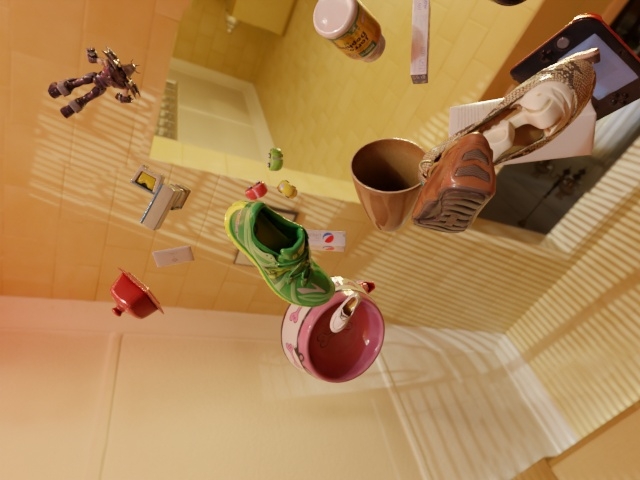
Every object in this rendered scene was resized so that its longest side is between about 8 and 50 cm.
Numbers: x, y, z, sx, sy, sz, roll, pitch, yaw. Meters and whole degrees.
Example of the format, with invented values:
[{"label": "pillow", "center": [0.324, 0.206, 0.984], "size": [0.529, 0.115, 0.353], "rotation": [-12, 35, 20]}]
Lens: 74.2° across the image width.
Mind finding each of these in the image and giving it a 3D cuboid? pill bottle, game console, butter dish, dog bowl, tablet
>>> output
[{"label": "pill bottle", "center": [0.083, -0.533, 1.074], "size": [0.117, 0.117, 0.208], "rotation": [45, -159, 25]}, {"label": "game console", "center": [0.964, -0.606, 1.574], "size": [0.387, 0.342, 0.060], "rotation": [37, -122, -11]}, {"label": "butter dish", "center": [-0.592, 0.188, 1.318], "size": [0.160, 0.159, 0.118], "rotation": [33, -118, 23]}, {"label": "dog bowl", "center": [0.065, 0.349, 1.599], "size": [0.408, 0.407, 0.150], "rotation": [8, -173, -28]}, {"label": "tablet", "center": [-0.335, 0.037, 0.968], "size": [0.084, 0.054, 0.006], "rotation": [-11, -131, -12]}]

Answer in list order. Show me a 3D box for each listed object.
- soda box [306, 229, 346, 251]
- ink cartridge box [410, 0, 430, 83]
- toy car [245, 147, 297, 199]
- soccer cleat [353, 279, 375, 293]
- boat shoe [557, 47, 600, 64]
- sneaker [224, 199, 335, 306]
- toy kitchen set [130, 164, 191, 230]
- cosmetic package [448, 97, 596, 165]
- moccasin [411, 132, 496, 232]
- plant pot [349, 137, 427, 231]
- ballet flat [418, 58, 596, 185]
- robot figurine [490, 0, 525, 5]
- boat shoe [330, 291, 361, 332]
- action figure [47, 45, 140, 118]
[{"label": "soda box", "center": [0.000, 0.000, 1.802], "size": [0.216, 0.074, 0.069], "rotation": [3, -112, 2]}, {"label": "ink cartridge box", "center": [0.275, -0.547, 1.161], "size": [0.046, 0.206, 0.097], "rotation": [3, -174, 16]}, {"label": "toy car", "center": [-0.194, -0.276, 1.792], "size": [0.239, 0.224, 0.053], "rotation": [-4, -158, -26]}, {"label": "soccer cleat", "center": [0.157, 0.230, 1.969], "size": [0.318, 0.117, 0.108], "rotation": [3, -111, -66]}, {"label": "boat shoe", "center": [0.760, -0.530, 1.251], "size": [0.040, 0.049, 0.142], "rotation": [61, 176, -16]}, {"label": "sneaker", "center": [-0.067, 0.037, 0.847], "size": [0.295, 0.124, 0.109], "rotation": [46, -119, -26]}, {"label": "toy kitchen set", "center": [-0.480, -0.127, 1.184], "size": [0.166, 0.122, 0.207], "rotation": [29, -176, -7]}, {"label": "cosmetic package", "center": [0.707, -0.403, 1.532], "size": [0.454, 0.161, 0.230], "rotation": [-4, -139, 23]}, {"label": "moccasin", "center": [0.274, -0.110, 0.910], "size": [0.139, 0.146, 0.380], "rotation": [10, 168, 11]}, {"label": "plant pot", "center": [0.219, -0.152, 1.346], "size": [0.238, 0.254, 0.237], "rotation": [-4, -127, 5]}, {"label": "ballet flat", "center": [0.462, -0.262, 1.044], "size": [0.164, 0.483, 0.182], "rotation": [55, -160, -8]}, {"label": "robot figurine", "center": [0.382, -0.609, 0.905], "size": [0.209, 0.174, 0.278], "rotation": [58, -177, -47]}, {"label": "boat shoe", "center": [0.050, 0.151, 0.876], "size": [0.035, 0.100, 0.035], "rotation": [39, -166, 10]}, {"label": "action figure", "center": [-0.679, -0.484, 1.291], "size": [0.285, 0.185, 0.099], "rotation": [-20, -148, 8]}]
